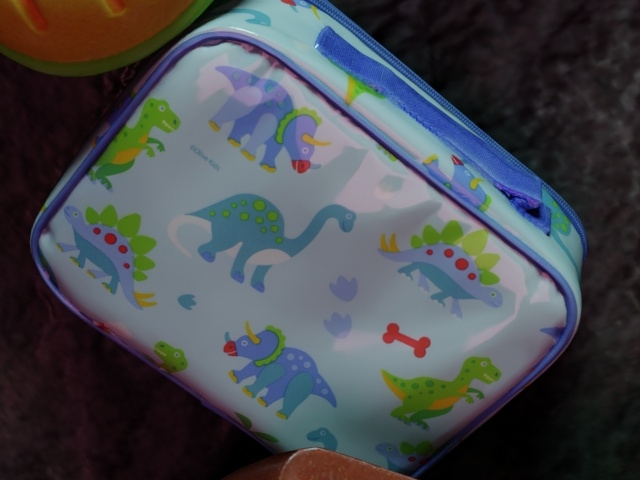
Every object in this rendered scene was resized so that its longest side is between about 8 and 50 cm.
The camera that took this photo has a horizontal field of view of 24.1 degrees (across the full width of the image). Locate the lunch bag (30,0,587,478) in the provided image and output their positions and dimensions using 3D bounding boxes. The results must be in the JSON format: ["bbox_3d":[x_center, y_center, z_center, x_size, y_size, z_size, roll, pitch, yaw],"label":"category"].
[{"bbox_3d":[0.000,0.000,0.668,0.219,0.090,0.176,36,120,-11],"label":"lunch bag"}]

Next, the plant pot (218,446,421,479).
[{"bbox_3d":[0.028,0.238,0.655,0.267,0.267,0.235,19,144,-1],"label":"plant pot"}]

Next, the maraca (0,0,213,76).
[{"bbox_3d":[-0.078,-0.152,0.596,0.127,0.099,0.185,38,97,3],"label":"maraca"}]
